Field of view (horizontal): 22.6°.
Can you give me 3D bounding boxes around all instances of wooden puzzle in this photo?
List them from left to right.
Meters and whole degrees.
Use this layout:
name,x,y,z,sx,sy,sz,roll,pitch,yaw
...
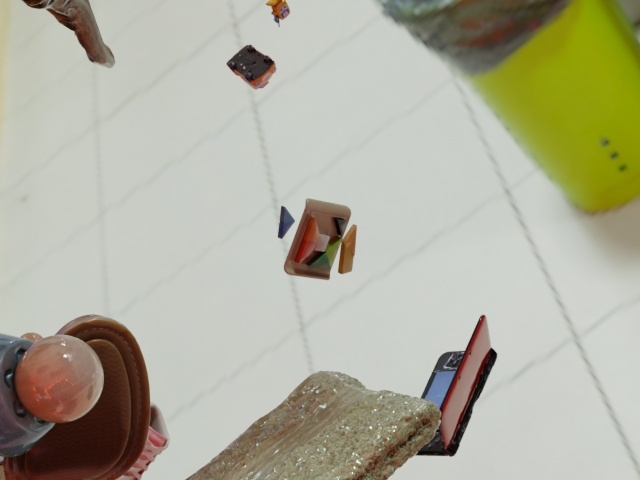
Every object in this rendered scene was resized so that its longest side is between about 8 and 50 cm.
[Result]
name,x,y,z,sx,sy,sz,roll,pitch,yaw
wooden puzzle,0.000,0.000,1.483,0.014,0.116,0.078,21,104,39

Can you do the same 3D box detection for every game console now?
name,x,y,z,sx,sy,sz,roll,pitch,yaw
game console,0.139,0.165,1.820,0.124,0.085,0.144,-7,46,47

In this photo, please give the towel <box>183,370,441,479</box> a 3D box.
name,x,y,z,sx,sy,sz,roll,pitch,yaw
towel,-0.017,0.119,0.812,0.148,0.027,0.110,-36,23,-25

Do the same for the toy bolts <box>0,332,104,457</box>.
name,x,y,z,sx,sy,sz,roll,pitch,yaw
toy bolts,-0.200,0.177,1.096,0.158,0.218,0.228,-17,64,31

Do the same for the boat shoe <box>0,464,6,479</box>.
name,x,y,z,sx,sy,sz,roll,pitch,yaw
boat shoe,-0.344,0.287,1.646,0.120,0.122,0.324,-14,59,-25

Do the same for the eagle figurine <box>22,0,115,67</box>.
name,x,y,z,sx,sy,sz,roll,pitch,yaw
eagle figurine,-0.321,-0.202,1.178,0.298,0.226,0.225,9,38,10

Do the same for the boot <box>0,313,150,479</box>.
name,x,y,z,sx,sy,sz,roll,pitch,yaw
boot,-0.209,0.135,1.299,0.109,0.283,0.220,-2,32,-14

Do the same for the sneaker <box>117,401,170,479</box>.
name,x,y,z,sx,sy,sz,roll,pitch,yaw
sneaker,-0.190,0.219,1.589,0.070,0.051,0.134,-11,58,31

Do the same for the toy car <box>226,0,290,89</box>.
name,x,y,z,sx,sy,sz,roll,pitch,yaw
toy car,-0.049,-0.207,1.706,0.060,0.040,0.122,15,61,36
